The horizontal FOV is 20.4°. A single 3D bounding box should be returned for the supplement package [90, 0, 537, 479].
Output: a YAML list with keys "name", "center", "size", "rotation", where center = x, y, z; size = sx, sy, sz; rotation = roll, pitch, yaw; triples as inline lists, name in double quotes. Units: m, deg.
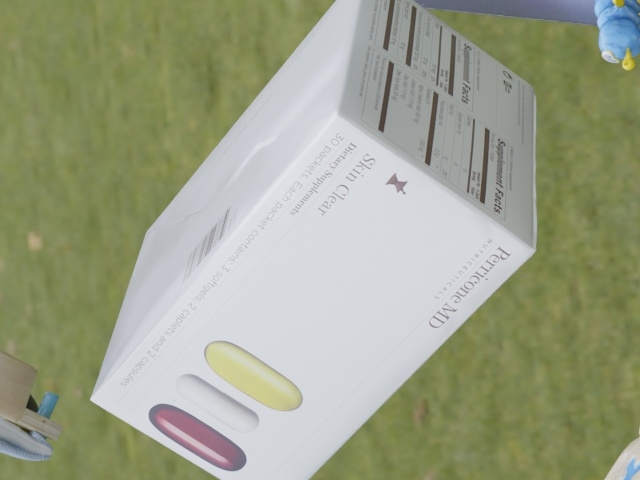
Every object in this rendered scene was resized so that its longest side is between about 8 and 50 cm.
- name: "supplement package"
  center: [0.000, 0.000, 1.124]
  size: [0.262, 0.145, 0.204]
  rotation: [-49, 16, 29]

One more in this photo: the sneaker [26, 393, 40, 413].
- name: "sneaker"
  center: [-0.352, 0.064, 1.531]
  size: [0.147, 0.296, 0.104]
  rotation: [-51, 4, 43]

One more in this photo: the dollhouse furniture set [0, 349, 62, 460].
- name: "dollhouse furniture set"
  center: [-0.292, 0.148, 1.125]
  size: [0.286, 0.303, 0.198]
  rotation: [15, 77, 31]

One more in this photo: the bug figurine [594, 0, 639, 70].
- name: "bug figurine"
  center: [0.183, -0.269, 1.449]
  size: [0.072, 0.279, 0.216]
  rotation: [-28, 43, 35]

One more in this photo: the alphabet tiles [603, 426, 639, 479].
- name: "alphabet tiles"
  center: [0.228, 0.085, 0.941]
  size: [0.284, 0.021, 0.278]
  rotation: [-55, 2, -10]

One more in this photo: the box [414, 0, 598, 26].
- name: "box"
  center: [0.165, -0.379, 1.723]
  size: [0.183, 0.296, 0.294]
  rotation: [-66, -19, -67]
